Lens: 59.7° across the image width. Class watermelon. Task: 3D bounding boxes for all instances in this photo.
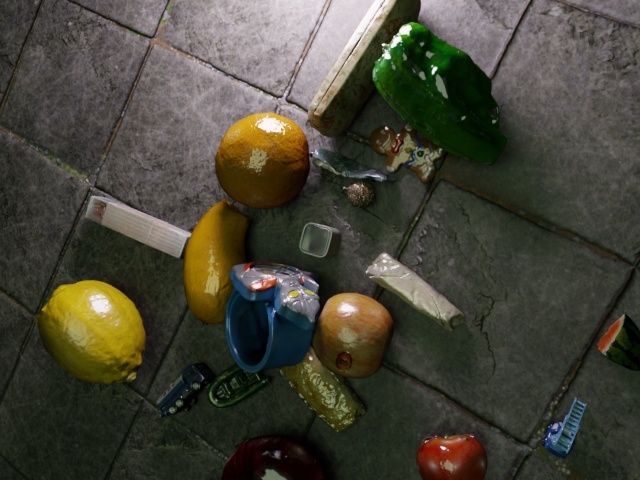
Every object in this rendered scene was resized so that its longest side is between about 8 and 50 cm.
[{"bbox_3d":[0.662,0.236,1.255,0.094,0.135,0.125,-10,88,56],"label":"watermelon"}]

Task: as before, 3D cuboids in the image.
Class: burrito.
[{"bbox_3d":[0.241,0.134,1.423,0.275,0.059,0.082,38,87,17],"label":"burrito"}]

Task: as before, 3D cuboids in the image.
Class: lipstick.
[{"bbox_3d":[-0.548,-0.041,1.707,0.371,0.076,0.079,22,94,19],"label":"lipstick"}]

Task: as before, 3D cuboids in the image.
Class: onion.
[{"bbox_3d":[-0.127,0.662,1.451,0.314,0.232,0.313,0,90,20],"label":"onion"}]

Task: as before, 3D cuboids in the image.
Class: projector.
[{"bbox_3d":[0.000,0.000,1.501,0.083,0.082,0.083,17,94,20],"label":"projector"}]

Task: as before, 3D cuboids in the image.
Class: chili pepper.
[{"bbox_3d":[0.298,-0.348,1.319,0.385,0.167,0.213,39,92,-3],"label":"chili pepper"}]

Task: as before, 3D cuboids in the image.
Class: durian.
[{"bbox_3d":[0.101,-0.123,1.469,0.091,0.080,0.080,17,95,-2],"label":"durian"}]

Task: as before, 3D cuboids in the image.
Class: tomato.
[{"bbox_3d":[0.310,0.541,1.336,0.167,0.167,0.167,-1,88,20],"label":"tomato"}]

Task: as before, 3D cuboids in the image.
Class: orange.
[{"bbox_3d":[-0.155,-0.209,1.488,0.264,0.264,0.264,-1,88,20],"label":"orange"}]

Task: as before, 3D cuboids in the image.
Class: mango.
[{"bbox_3d":[-0.295,0.060,1.580,0.187,0.144,0.359,1,83,9],"label":"mango"}]

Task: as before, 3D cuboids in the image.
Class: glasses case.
[{"bbox_3d":[0.113,-0.458,1.433,0.098,0.156,0.425,39,101,25],"label":"glasses case"}]

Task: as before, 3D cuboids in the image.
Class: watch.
[{"bbox_3d":[-0.110,0.215,1.442,0.305,0.241,0.274,33,114,50],"label":"watch"}]

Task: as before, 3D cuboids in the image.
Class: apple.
[{"bbox_3d":[0.082,0.239,1.401,0.188,0.211,0.211,17,94,13],"label":"apple"}]

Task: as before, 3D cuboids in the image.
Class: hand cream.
[{"bbox_3d":[0.080,-0.199,1.483,0.248,0.075,0.052,19,123,25],"label":"hand cream"}]

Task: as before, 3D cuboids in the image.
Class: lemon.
[{"bbox_3d":[-0.664,0.267,1.646,0.316,0.285,0.285,21,97,-12],"label":"lemon"}]

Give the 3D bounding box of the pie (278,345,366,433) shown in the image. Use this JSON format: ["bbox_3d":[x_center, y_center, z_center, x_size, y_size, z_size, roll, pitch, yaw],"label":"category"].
[{"bbox_3d":[-0.007,0.387,1.504,0.282,0.068,0.128,45,102,20],"label":"pie"}]

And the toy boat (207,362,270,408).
[{"bbox_3d":[-0.238,0.408,1.594,0.210,0.052,0.104,-34,80,15],"label":"toy boat"}]

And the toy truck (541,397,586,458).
[{"bbox_3d":[0.572,0.436,1.297,0.063,0.074,0.136,29,58,17],"label":"toy truck"}]

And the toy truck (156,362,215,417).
[{"bbox_3d":[-0.403,0.446,1.649,0.201,0.074,0.088,-46,66,14],"label":"toy truck"}]

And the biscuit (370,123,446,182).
[{"bbox_3d":[0.219,-0.237,1.457,0.205,0.031,0.138,30,99,20],"label":"biscuit"}]
